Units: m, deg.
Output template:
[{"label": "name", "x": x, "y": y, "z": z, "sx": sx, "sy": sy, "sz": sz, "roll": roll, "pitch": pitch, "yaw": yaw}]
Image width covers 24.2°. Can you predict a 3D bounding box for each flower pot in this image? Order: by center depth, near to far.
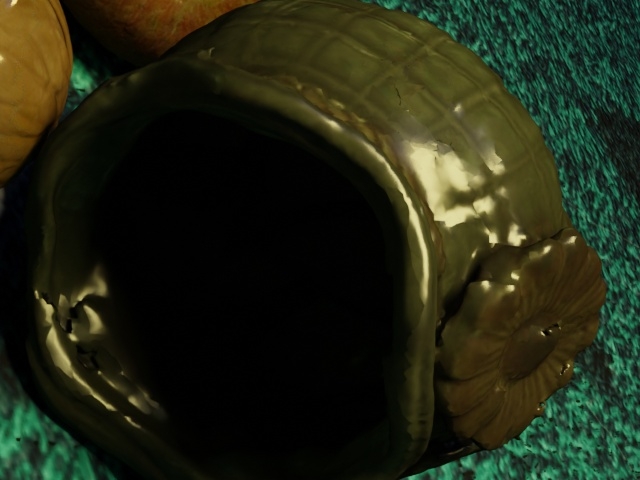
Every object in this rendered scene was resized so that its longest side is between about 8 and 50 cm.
[{"label": "flower pot", "x": -0.002, "y": 0.020, "z": 0.824, "sx": 0.302, "sy": 0.302, "sz": 0.213, "roll": 56, "pitch": 37, "yaw": 0}]

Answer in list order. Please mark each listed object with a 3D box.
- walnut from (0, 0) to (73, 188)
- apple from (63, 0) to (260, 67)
[{"label": "walnut", "x": -0.221, "y": -0.112, "z": 0.766, "sx": 0.207, "sy": 0.167, "sz": 0.167, "roll": 36, "pitch": 34, "yaw": -29}, {"label": "apple", "x": -0.094, "y": -0.222, "z": 1.034, "sx": 0.211, "sy": 0.211, "sz": 0.188, "roll": 44, "pitch": 4, "yaw": -20}]
